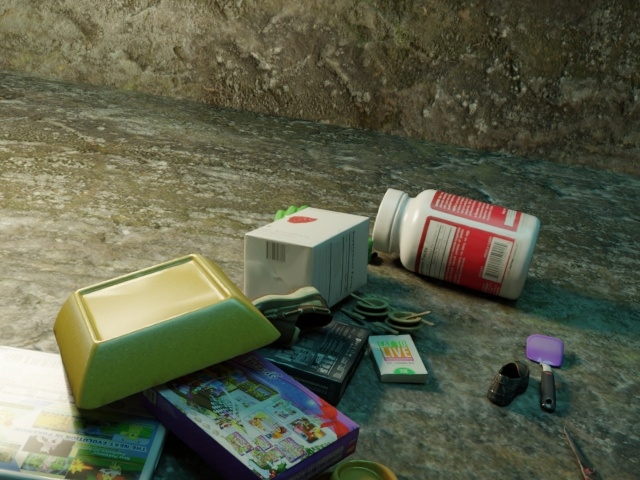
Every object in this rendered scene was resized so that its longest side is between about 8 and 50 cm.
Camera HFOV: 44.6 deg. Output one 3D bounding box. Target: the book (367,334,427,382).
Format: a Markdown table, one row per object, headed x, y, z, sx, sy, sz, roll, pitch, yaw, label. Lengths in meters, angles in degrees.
| x | y | z | sx | sy | sz | roll | pitch | yaw | label |
| --- | --- | --- | --- | --- | --- | --- | --- | --- | --- |
| 0.155 | 0.246 | 1.614 | 0.096 | 0.035 | 0.144 | 2 | 24 | -11 | book |

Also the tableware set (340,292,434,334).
| x | y | z | sx | sy | sz | roll | pitch | yaw | label |
| --- | --- | --- | --- | --- | --- | --- | --- | --- | --- |
| 0.155 | 0.159 | 1.772 | 0.128 | 0.039 | 0.194 | -7 | 16 | -38 | tableware set |

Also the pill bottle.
| x | y | z | sx | sy | sz | roll | pitch | yaw | label |
| --- | --- | --- | --- | --- | --- | --- | --- | --- | --- |
| 0.355 | -0.004 | 2.070 | 0.408 | 0.229 | 0.229 | 16 | 22 | 13 | pill bottle |

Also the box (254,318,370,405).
| x | y | z | sx | sy | sz | roll | pitch | yaw | label |
| --- | --- | --- | --- | --- | --- | --- | --- | --- | --- |
| -0.018 | 0.222 | 1.543 | 0.183 | 0.059 | 0.232 | 16 | 22 | 11 | box |

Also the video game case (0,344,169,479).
| x | y | z | sx | sy | sz | roll | pitch | yaw | label |
| --- | --- | --- | --- | --- | --- | --- | --- | --- | --- |
| -0.402 | 0.278 | 1.208 | 0.329 | 0.036 | 0.300 | 9 | 25 | -1 | video game case |

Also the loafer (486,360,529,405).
| x | y | z | sx | sy | sz | roll | pitch | yaw | label |
| --- | --- | --- | --- | --- | --- | --- | --- | --- | --- |
| 0.395 | 0.279 | 1.601 | 0.062 | 0.061 | 0.170 | 19 | 22 | 23 | loafer |

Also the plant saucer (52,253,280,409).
| x | y | z | sx | sy | sz | roll | pitch | yaw | label |
| --- | --- | --- | --- | --- | --- | --- | --- | --- | --- |
| -0.281 | 0.124 | 1.328 | 0.333 | 0.081 | 0.333 | -18 | 24 | -20 | plant saucer |

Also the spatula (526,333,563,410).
| x | y | z | sx | sy | sz | roll | pitch | yaw | label |
| --- | --- | --- | --- | --- | --- | --- | --- | --- | --- |
| 0.486 | 0.282 | 1.681 | 0.084 | 0.030 | 0.296 | 14 | 22 | 10 | spatula |

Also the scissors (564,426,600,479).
| x | y | z | sx | sy | sz | roll | pitch | yaw | label |
| --- | --- | --- | --- | --- | --- | --- | --- | --- | --- |
| 0.481 | 0.419 | 1.351 | 0.109 | 0.021 | 0.297 | 12 | 20 | 9 | scissors |

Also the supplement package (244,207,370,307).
| x | y | z | sx | sy | sz | roll | pitch | yaw | label |
| --- | --- | --- | --- | --- | --- | --- | --- | --- | --- |
| -0.026 | 0.045 | 1.801 | 0.178 | 0.175 | 0.293 | 10 | 18 | 26 | supplement package |

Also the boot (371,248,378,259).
| x | y | z | sx | sy | sz | roll | pitch | yaw | label |
| --- | --- | --- | --- | --- | --- | --- | --- | --- | --- |
| 0.098 | 0.030 | 2.118 | 0.087 | 0.042 | 0.118 | 28 | 27 | 33 | boot |

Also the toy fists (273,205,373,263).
| x | y | z | sx | sy | sz | roll | pitch | yaw | label |
| --- | --- | --- | --- | --- | --- | --- | --- | --- | --- |
| 0.000 | 0.000 | 2.004 | 0.279 | 0.142 | 0.096 | 19 | 23 | 21 | toy fists |

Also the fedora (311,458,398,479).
| x | y | z | sx | sy | sz | roll | pitch | yaw | label |
| --- | --- | --- | --- | --- | --- | --- | --- | --- | --- |
| 0.067 | 0.382 | 1.149 | 0.194 | 0.079 | 0.194 | 10 | 22 | -4 | fedora |

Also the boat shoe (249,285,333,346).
| x | y | z | sx | sy | sz | roll | pitch | yaw | label |
| --- | --- | --- | --- | --- | --- | --- | --- | --- | --- |
| -0.077 | 0.156 | 1.485 | 0.257 | 0.095 | 0.095 | -18 | 53 | -40 | boat shoe |

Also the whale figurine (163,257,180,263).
| x | y | z | sx | sy | sz | roll | pitch | yaw | label |
| --- | --- | --- | --- | --- | --- | --- | --- | --- | --- |
| -0.230 | 0.127 | 1.568 | 0.272 | 0.141 | 0.216 | 22 | 23 | 19 | whale figurine |

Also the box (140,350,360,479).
| x | y | z | sx | sy | sz | roll | pitch | yaw | label |
| --- | --- | --- | --- | --- | --- | --- | --- | --- | --- |
| -0.113 | 0.272 | 1.215 | 0.293 | 0.057 | 0.201 | 29 | 32 | 36 | box |
